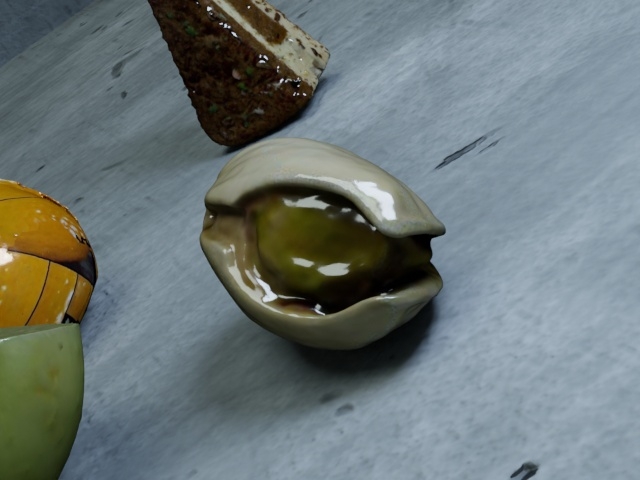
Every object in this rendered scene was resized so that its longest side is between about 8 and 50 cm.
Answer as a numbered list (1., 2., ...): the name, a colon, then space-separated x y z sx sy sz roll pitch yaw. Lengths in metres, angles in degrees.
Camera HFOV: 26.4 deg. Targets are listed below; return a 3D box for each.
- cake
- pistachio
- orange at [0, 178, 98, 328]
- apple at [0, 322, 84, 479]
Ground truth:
1. cake: -0.125 -0.215 1.466 0.135 0.246 0.112 -43 14 34
2. pistachio: 0.000 0.000 0.951 0.153 0.138 0.238 -4 12 -22
3. orange: -0.320 0.045 1.271 0.234 0.182 0.234 -17 22 7
4. apple: -0.361 0.126 0.960 0.360 0.320 0.312 -11 43 57
